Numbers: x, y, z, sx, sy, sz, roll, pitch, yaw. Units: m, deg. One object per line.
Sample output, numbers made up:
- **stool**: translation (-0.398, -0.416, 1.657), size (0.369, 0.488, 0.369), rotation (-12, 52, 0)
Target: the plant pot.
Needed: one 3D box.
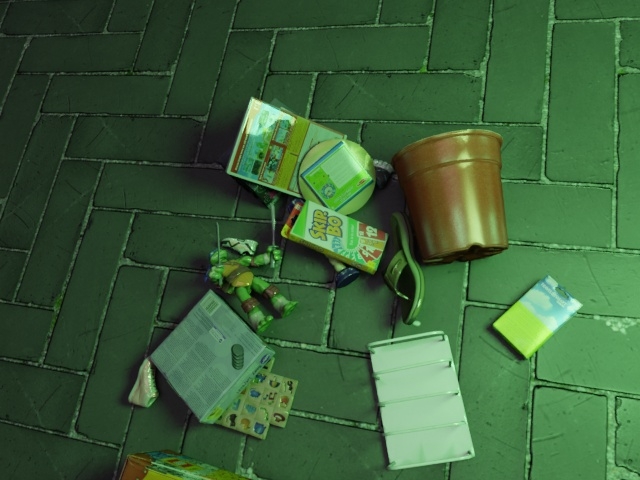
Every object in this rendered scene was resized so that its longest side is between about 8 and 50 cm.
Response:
- **plant pot**: translation (0.323, -0.088, 1.274), size (0.273, 0.272, 0.264), rotation (-9, 77, 11)

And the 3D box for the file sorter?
- **file sorter**: translation (0.218, 0.354, 1.185), size (0.193, 0.173, 0.277), rotation (-13, 69, 10)

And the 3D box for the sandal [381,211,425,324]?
- **sandal**: translation (0.191, 0.068, 1.314), size (0.087, 0.120, 0.302), rotation (0, 60, -11)

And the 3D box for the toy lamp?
- **toy lamp**: translation (0.000, 0.000, 1.416), size (0.080, 0.080, 0.274), rotation (-34, 68, 2)

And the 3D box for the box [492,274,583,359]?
- **box**: translation (0.506, 0.179, 1.239), size (0.178, 0.042, 0.109), rotation (-42, 68, -2)

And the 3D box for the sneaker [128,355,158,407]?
- **sneaker**: translation (-0.456, 0.382, 1.418), size (0.070, 0.051, 0.134), rotation (18, 80, 18)

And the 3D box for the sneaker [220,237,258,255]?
- **sneaker**: translation (-0.232, 0.018, 1.488), size (0.109, 0.040, 0.043), rotation (5, 75, 16)

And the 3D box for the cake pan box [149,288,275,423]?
- **cake pan box**: translation (-0.288, 0.293, 1.375), size (0.267, 0.070, 0.245), rotation (37, 82, 32)

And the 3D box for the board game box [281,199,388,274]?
- **board game box**: translation (0.038, -0.015, 1.368), size (0.260, 0.039, 0.124), rotation (21, 54, 4)

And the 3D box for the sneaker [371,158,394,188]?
- **sneaker**: translation (0.115, -0.191, 1.459), size (0.167, 0.065, 0.076), rotation (16, 81, 21)

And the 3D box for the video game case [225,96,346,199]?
- **video game case**: translation (-0.086, -0.230, 1.397), size (0.025, 0.285, 0.203), rotation (30, 102, 64)

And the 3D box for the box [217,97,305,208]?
- **box**: translation (-0.136, -0.245, 1.497), size (0.163, 0.142, 0.247), rotation (39, 85, 23)

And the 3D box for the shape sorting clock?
- **shape sorting clock**: translation (0.045, -0.167, 1.414), size (0.207, 0.040, 0.206), rotation (0, 99, -2)

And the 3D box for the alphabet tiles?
- **alphabet tiles**: translation (-0.184, 0.387, 1.358), size (0.238, 0.009, 0.198), rotation (12, 71, 15)

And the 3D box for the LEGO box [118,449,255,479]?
- **LEGO box**: translation (-0.311, 0.776, 1.166), size (0.373, 0.193, 0.499), rotation (11, 75, 18)

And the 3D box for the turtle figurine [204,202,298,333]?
- **turtle figurine**: translation (-0.178, 0.082, 1.358), size (0.274, 0.198, 0.266), rotation (-46, 76, 15)
